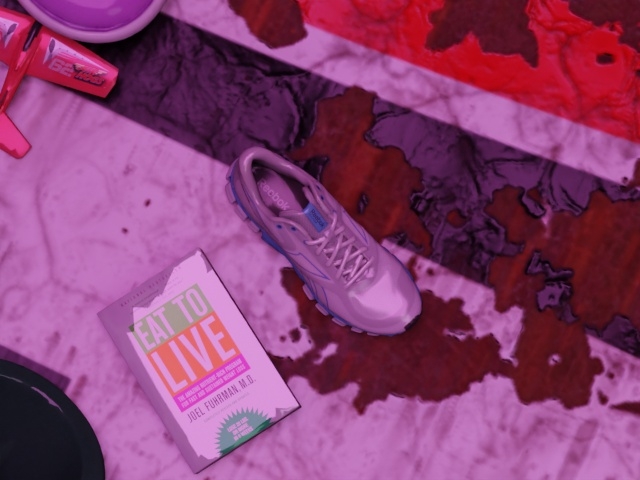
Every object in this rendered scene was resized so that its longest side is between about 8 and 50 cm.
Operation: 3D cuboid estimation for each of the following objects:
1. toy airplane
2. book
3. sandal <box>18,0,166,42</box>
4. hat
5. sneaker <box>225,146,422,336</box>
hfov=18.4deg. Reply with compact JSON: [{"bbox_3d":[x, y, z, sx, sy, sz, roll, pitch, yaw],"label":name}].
[{"bbox_3d":[-0.237,-0.129,1.547,0.151,0.028,0.151,1,82,-4],"label":"toy airplane"},{"bbox_3d":[-0.093,0.092,1.507,0.096,0.035,0.144,-33,82,-2],"label":"book"},{"bbox_3d":[-0.172,-0.361,1.547,0.169,0.102,0.416,6,76,1],"label":"sandal"},{"bbox_3d":[-0.291,0.206,1.486,0.208,0.183,0.173,2,50,-35],"label":"hat"},{"bbox_3d":[0.000,0.000,1.496,0.190,0.083,0.071,41,81,6],"label":"sneaker"}]
